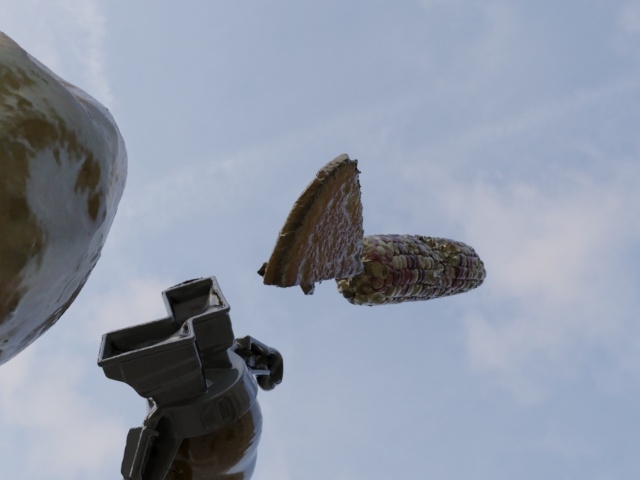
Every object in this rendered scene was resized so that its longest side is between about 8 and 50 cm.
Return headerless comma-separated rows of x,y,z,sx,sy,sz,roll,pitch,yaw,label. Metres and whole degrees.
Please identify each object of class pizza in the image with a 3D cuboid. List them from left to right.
-0.001,0.000,0.403,0.025,0.078,0.083,21,-110,32,pizza

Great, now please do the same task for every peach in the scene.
-0.221,-0.025,0.442,0.214,0.235,0.214,2,-84,23,peach

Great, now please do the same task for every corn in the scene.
0.136,0.040,1.021,0.098,0.290,0.098,0,-90,46,corn

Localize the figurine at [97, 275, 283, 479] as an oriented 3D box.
-0.161,0.221,0.964,0.167,0.342,0.285,16,-53,50,figurine
